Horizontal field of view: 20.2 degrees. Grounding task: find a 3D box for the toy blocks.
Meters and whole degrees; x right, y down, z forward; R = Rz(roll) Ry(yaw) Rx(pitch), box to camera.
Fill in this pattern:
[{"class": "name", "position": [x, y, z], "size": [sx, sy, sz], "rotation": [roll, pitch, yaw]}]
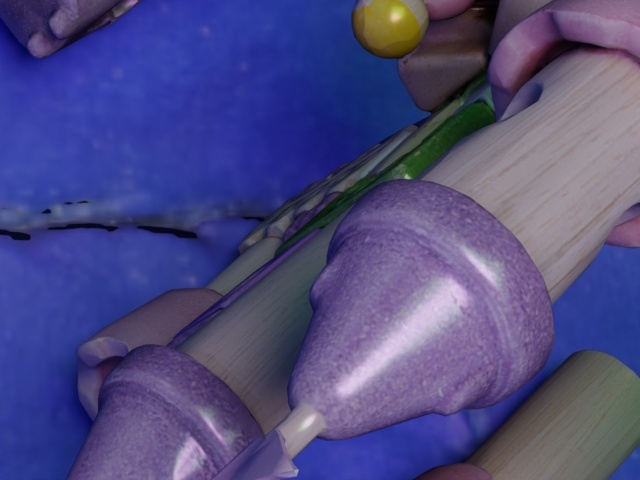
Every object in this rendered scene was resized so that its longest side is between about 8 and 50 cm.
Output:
[{"class": "toy blocks", "position": [0.000, 0.000, 0.507], "size": [0.260, 0.288, 0.309], "rotation": [-40, 94, -33]}]
